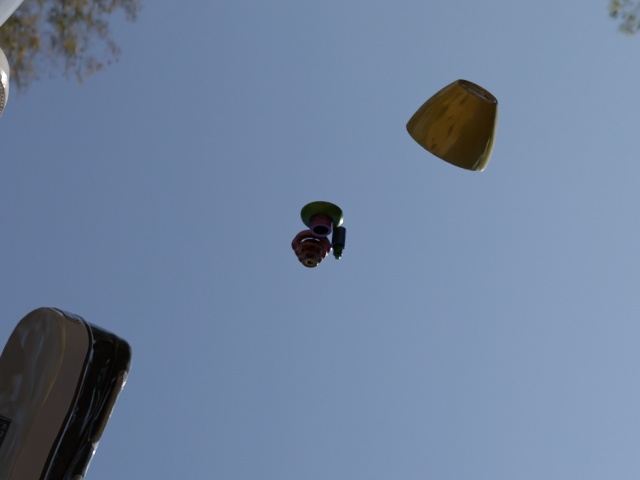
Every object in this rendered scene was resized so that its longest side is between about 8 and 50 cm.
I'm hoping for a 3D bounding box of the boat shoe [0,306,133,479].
[{"bbox_3d":[-0.239,0.209,0.974,0.105,0.113,0.306,30,-106,-44],"label":"boat shoe"}]

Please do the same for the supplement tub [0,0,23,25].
[{"bbox_3d":[-0.153,-0.198,0.455,0.193,0.194,0.316,18,-149,-5],"label":"supplement tub"}]

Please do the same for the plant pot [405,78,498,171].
[{"bbox_3d":[0.204,-0.176,1.764,0.134,0.095,0.134,23,-156,-11],"label":"plant pot"}]

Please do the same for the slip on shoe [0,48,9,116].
[{"bbox_3d":[-0.173,-0.047,0.534,0.051,0.135,0.041,18,-121,-26],"label":"slip on shoe"}]

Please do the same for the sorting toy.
[{"bbox_3d":[0.000,0.000,1.435,0.061,0.102,0.042,10,-127,-7],"label":"sorting toy"}]
